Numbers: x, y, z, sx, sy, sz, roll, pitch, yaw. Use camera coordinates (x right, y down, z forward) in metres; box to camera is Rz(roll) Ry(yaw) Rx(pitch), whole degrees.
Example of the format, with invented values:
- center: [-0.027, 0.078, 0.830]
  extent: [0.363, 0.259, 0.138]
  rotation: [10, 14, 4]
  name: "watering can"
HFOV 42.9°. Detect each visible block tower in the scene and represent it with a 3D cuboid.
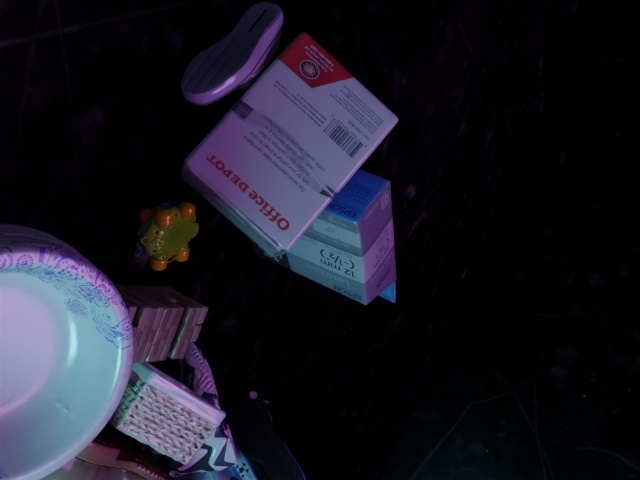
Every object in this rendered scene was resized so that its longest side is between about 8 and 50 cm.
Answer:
- center: [-0.293, 0.117, 1.151]
  extent: [0.335, 0.097, 0.091]
  rotation: [11, 101, -64]
  name: "block tower"

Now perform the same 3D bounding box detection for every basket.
- center: [-0.254, 0.265, 1.277]
  extent: [0.167, 0.113, 0.103]
  rotation: [41, 76, -36]
  name: "basket"

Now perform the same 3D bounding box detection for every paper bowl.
- center: [-0.361, 0.119, 0.884]
  extent: [0.284, 0.148, 0.284]
  rotation: [-18, 119, -35]
  name: "paper bowl"

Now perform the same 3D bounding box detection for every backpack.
- center: [-0.162, 0.476, 1.562]
  extent: [0.213, 0.276, 0.263]
  rotation: [-8, 132, -28]
  name: "backpack"

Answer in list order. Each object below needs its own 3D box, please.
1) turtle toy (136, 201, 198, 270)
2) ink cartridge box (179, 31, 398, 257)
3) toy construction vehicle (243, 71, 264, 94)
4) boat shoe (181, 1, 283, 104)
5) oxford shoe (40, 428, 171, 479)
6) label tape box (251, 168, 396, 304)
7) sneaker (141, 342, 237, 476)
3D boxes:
- center: [-0.224, -0.018, 1.202]
  extent: [0.130, 0.066, 0.095]
  rotation: [-26, 134, -56]
  name: "turtle toy"
- center: [-0.050, -0.138, 1.223]
  extent: [0.273, 0.197, 0.114]
  rotation: [-50, -174, -15]
  name: "ink cartridge box"
- center: [-0.086, -0.245, 1.330]
  extent: [0.098, 0.035, 0.086]
  rotation: [-51, 144, -29]
  name: "toy construction vehicle"
- center: [-0.116, -0.256, 1.189]
  extent: [0.226, 0.083, 0.076]
  rotation: [-52, 151, -31]
  name: "boat shoe"
- center: [-0.344, 0.370, 1.266]
  extent: [0.130, 0.123, 0.348]
  rotation: [-53, 145, -12]
  name: "oxford shoe"
- center: [0.000, 0.000, 1.455]
  extent: [0.115, 0.249, 0.348]
  rotation: [-52, 152, -30]
  name: "label tape box"
- center: [-0.249, 0.304, 1.418]
  extent: [0.094, 0.153, 0.235]
  rotation: [-137, -150, -75]
  name: "sneaker"
